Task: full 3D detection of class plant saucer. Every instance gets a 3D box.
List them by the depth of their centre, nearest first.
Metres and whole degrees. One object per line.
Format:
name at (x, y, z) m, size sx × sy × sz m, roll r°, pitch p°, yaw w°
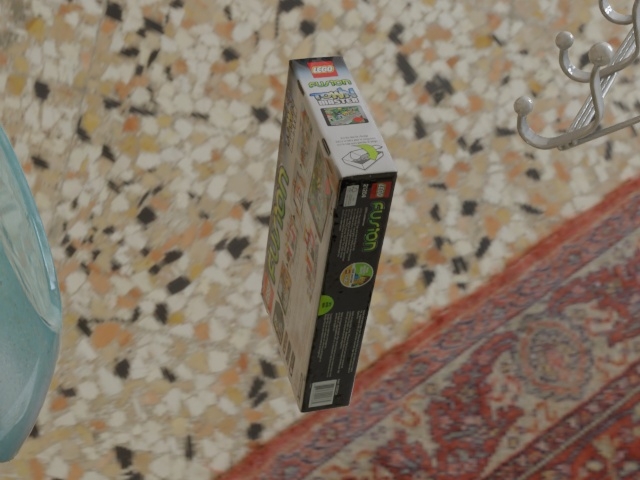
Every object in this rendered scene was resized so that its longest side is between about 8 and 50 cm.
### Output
plant saucer at (-0.143, -0.006, 0.529) m, size 0.037 × 0.195 × 0.195 m, roll -18°, pitch 86°, yaw -2°

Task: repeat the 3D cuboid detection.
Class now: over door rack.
over door rack at (0.347, -0.205, 1.150) m, size 0.108 × 0.324 × 0.239 m, roll 56°, pitch 51°, yaw -26°

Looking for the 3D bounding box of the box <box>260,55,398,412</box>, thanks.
box at (0.000, 0.000, 0.810) m, size 0.036 × 0.207 × 0.114 m, roll -6°, pitch 45°, yaw -16°
